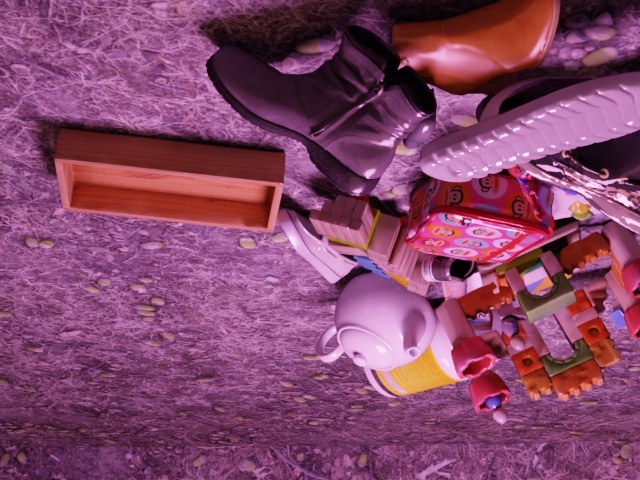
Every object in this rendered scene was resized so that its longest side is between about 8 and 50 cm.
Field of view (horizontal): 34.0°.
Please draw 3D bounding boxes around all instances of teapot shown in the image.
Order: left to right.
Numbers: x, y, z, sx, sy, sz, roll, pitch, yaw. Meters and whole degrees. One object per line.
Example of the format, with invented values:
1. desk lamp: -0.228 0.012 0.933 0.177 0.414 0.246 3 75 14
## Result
1. teapot: 0.124 0.209 2.376 0.253 0.187 0.256 26 148 14

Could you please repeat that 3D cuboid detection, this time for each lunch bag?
1. lunch bag: 0.308 -0.040 1.954 0.258 0.120 0.293 10 166 -7

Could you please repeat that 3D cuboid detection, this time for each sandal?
1. sandal: 0.321 -0.193 1.557 0.416 0.102 0.169 -17 158 33

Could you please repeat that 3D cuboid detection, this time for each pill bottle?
1. pill bottle: 0.277 0.263 2.543 0.188 0.187 0.334 25 147 -37

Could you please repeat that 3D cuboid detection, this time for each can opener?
1. can opener: 0.137 -0.188 1.690 0.074 0.093 0.280 2 174 0

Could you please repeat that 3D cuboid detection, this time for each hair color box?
1. hair color box: 0.327 0.125 2.330 0.093 0.053 0.167 -5 123 17

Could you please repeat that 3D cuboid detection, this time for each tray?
1. tray: -0.281 -0.112 1.976 0.411 0.076 0.203 7 154 -5

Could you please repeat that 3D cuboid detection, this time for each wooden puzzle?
1. wooden puzzle: 0.447 0.062 2.192 0.221 0.044 0.238 -25 152 3

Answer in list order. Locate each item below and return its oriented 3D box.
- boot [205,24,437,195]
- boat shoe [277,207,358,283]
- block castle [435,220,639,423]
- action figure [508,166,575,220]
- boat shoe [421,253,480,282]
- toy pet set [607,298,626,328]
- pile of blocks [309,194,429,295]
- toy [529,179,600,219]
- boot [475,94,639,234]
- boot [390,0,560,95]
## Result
1. boot: 0.003 -0.244 1.571 0.338 0.118 0.222 35 132 2
2. boat shoe: 0.000 0.000 2.157 0.088 0.096 0.267 -33 138 8
3. block castle: 0.489 0.185 2.165 0.453 0.212 0.303 -26 148 3
4. action figure: 0.416 -0.081 1.783 0.280 0.139 0.091 17 146 -9
5. boat shoe: 0.290 0.053 2.155 0.070 0.077 0.219 2 -172 34
6. toy pet set: 0.717 0.155 2.412 0.122 0.065 0.114 15 151 -22
7. pile of blocks: 0.117 -0.012 2.113 0.149 0.112 0.362 7 158 42
8. toy: 0.450 -0.121 1.888 0.137 0.056 0.237 -8 145 22
9. boot: 0.464 -0.194 1.635 0.377 0.138 0.284 33 133 1
10. boot: 0.210 -0.295 1.509 0.211 0.104 0.295 6 158 -6
